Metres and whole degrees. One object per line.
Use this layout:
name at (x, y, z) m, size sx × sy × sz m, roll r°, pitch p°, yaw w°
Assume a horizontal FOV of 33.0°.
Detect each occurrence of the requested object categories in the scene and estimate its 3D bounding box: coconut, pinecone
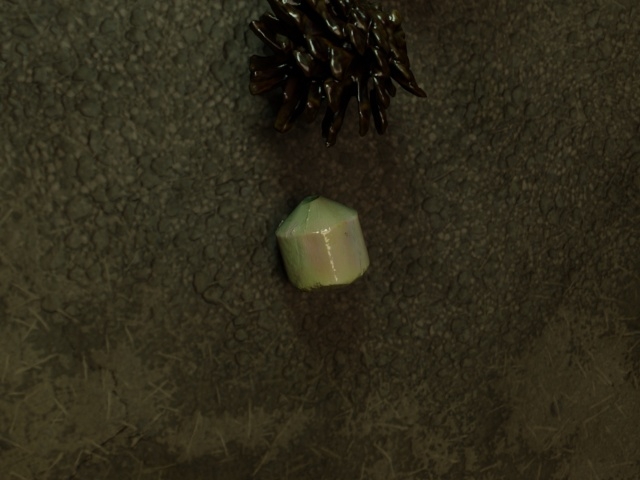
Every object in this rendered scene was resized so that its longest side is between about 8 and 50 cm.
coconut at (0.000, 0.000, 1.429) m, size 0.116 × 0.116 × 0.122 m, roll -17°, pitch 102°, yaw -25°
pinecone at (0.009, -0.220, 1.355) m, size 0.229 × 0.202 × 0.201 m, roll 46°, pitch 75°, yaw -9°
